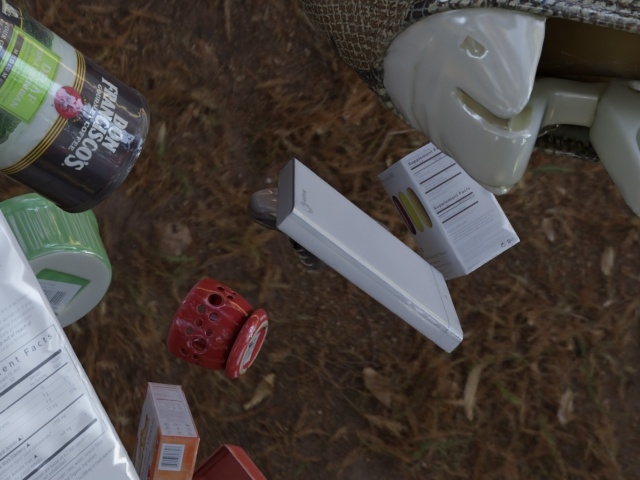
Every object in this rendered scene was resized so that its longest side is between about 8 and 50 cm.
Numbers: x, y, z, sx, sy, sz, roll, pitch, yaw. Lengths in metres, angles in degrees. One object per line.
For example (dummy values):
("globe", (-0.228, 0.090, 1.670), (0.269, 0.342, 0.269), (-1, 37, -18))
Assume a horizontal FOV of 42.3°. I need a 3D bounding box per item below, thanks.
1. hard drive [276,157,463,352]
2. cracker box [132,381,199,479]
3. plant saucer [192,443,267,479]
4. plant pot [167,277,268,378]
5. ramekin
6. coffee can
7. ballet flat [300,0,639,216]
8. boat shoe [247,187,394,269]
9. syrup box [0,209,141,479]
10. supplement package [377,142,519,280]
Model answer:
("hard drive", (0.079, 0.019, 1.372), (0.353, 0.233, 0.047), (36, 109, -17))
("cracker box", (-0.260, 0.349, 1.368), (0.067, 0.232, 0.156), (9, 98, -18))
("plant saucer", (-0.176, 0.604, 1.919), (0.259, 0.258, 0.047), (49, 46, 8))
("plant pot", (-0.220, 0.201, 1.842), (0.174, 0.191, 0.191), (25, 81, 9))
("ramekin", (-0.577, 0.060, 1.688), (0.303, 0.303, 0.148), (-26, 59, -15))
("coffee can", (-0.396, -0.185, 1.095), (0.275, 0.201, 0.202), (34, 78, -43))
("ballet flat", (0.197, -0.093, 0.533), (0.482, 0.164, 0.182), (13, 58, 9))
("boat shoe", (0.000, 0.000, 1.731), (0.355, 0.132, 0.130), (19, 114, -26))
("syrup box", (-0.190, 0.087, 0.453), (0.096, 0.093, 0.237), (-41, 121, -39))
("supplement package", (0.240, -0.063, 1.578), (0.133, 0.139, 0.244), (-30, 89, -17))
